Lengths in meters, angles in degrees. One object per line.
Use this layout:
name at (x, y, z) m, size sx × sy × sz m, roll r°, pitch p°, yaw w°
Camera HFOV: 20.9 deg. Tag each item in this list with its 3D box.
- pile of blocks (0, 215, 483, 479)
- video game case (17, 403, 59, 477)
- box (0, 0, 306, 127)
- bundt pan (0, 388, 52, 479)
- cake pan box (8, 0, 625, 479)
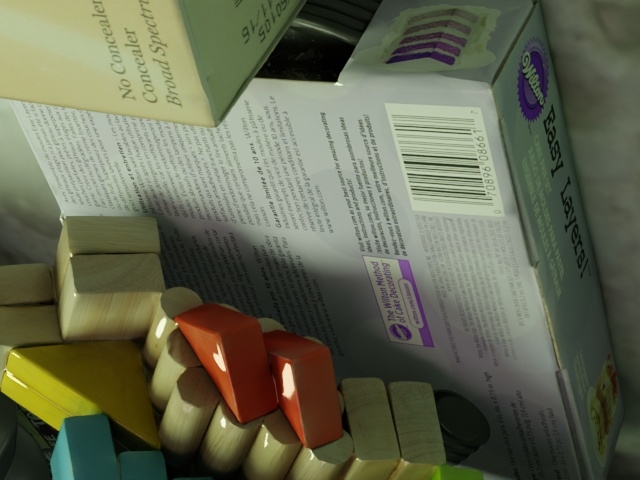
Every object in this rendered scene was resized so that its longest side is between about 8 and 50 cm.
pile of blocks at (-0.010, 0.107, 0.753) m, size 0.362 × 0.149 × 0.112 m, roll 28°, pitch 142°, yaw 3°
video game case at (-0.261, 0.053, 1.045) m, size 0.210 × 0.042 × 0.232 m, roll -4°, pitch 130°, yaw 37°
box at (-0.166, -0.151, 0.699) m, size 0.311 × 0.121 × 0.148 m, roll 8°, pitch 137°, yaw 25°
bundt pan at (-0.291, 0.126, 1.008) m, size 0.331 × 0.124 × 0.331 m, roll 19°, pitch 141°, yaw 17°
cake pan box at (0.000, 0.000, 0.802) m, size 0.246 × 0.070 × 0.267 m, roll 3°, pitch 134°, yaw 27°
